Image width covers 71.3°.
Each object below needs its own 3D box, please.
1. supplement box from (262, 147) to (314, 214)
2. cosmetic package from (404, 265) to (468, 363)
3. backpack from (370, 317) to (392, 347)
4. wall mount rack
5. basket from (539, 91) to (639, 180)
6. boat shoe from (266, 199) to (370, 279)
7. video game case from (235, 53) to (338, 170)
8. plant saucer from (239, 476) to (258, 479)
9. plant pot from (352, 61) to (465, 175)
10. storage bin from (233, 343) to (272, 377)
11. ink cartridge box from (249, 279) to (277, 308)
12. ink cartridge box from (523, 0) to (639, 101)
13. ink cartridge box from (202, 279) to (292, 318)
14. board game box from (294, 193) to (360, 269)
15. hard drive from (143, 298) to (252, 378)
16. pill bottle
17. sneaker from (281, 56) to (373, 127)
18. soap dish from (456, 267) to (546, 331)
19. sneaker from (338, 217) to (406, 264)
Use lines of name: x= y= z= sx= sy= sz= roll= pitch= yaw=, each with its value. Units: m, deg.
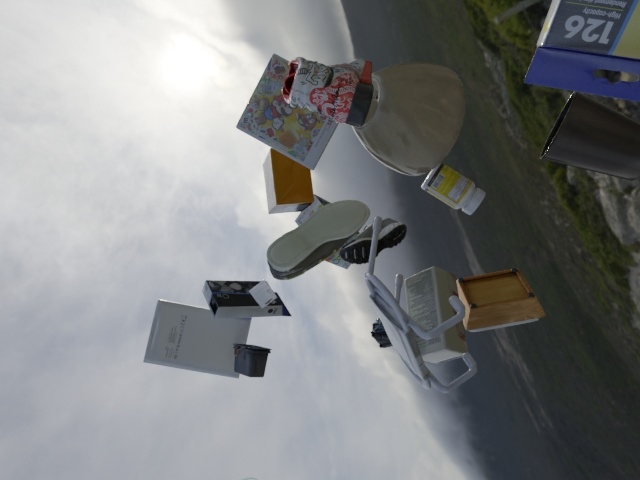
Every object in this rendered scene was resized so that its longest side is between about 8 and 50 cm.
supplement box: x=-0.116 y=-0.203 z=1.549 sx=0.194 sy=0.128 sz=0.192 roll=156 pitch=107 yaw=-74
cosmetic package: x=0.399 y=0.262 z=1.559 sx=0.129 sy=0.153 sz=0.297 roll=21 pitch=-124 yaw=-31
backpack: x=0.245 y=0.310 z=1.544 sx=0.105 sy=0.114 sz=0.084 roll=54 pitch=-149 yaw=-38
wall mount rack: x=0.173 y=0.128 z=0.895 sx=0.304 sy=0.130 sz=0.350 roll=50 pitch=170 yaw=47
basket: x=0.724 y=-0.259 z=1.154 sx=0.205 sy=0.226 sz=0.154 roll=-61 pitch=-14 yaw=-13
boat shoe: x=-0.003 y=-0.003 z=1.139 sx=0.109 sy=0.304 sz=0.091 roll=48 pitch=156 yaw=26
video game case: x=-0.067 y=-0.320 z=1.115 sx=0.226 sy=0.207 sz=0.026 roll=29 pitch=-174 yaw=4
plant saucer: x=-0.252 y=0.829 z=1.241 sx=0.043 sy=0.317 sz=0.318 roll=31 pitch=-145 yaw=-24
plant pot: x=0.186 y=-0.317 z=1.112 sx=0.190 sy=0.284 sz=0.285 roll=7 pitch=-121 yaw=-30
storage bin: x=-0.228 y=0.381 z=1.418 sx=0.098 sy=0.135 sz=0.091 roll=14 pitch=-104 yaw=-37
ink cartridge box: x=-0.178 y=0.178 z=1.426 sx=0.115 sy=0.062 sz=0.029 roll=41 pitch=165 yaw=51
ink cartridge box: x=0.535 y=-0.368 z=0.716 sx=0.072 sy=0.303 sz=0.308 roll=-65 pitch=-15 yaw=-49
ink cartridge box: x=-0.272 y=0.225 z=1.724 sx=0.332 sy=0.065 sz=0.165 roll=5 pitch=-152 yaw=-37
board game box: x=0.038 y=-0.037 z=1.761 sx=0.142 sy=0.144 sz=0.275 roll=24 pitch=-159 yaw=-40
hard drive: x=-0.456 y=0.370 z=1.681 sx=0.047 sy=0.352 sz=0.233 roll=159 pitch=124 yaw=-80
pill bottle: x=0.490 y=-0.189 z=1.644 sx=0.208 sy=0.119 sz=0.119 roll=34 pitch=-165 yaw=6
sneaker: x=0.013 y=-0.289 z=0.801 sx=0.270 sy=0.144 sz=0.090 roll=-85 pitch=13 yaw=-58
soap dish: x=0.674 y=0.223 z=1.721 sx=0.229 sy=0.290 sz=0.118 roll=-90 pitch=-14 yaw=-57
sneaker: x=0.176 y=-0.001 z=1.591 sx=0.108 sy=0.271 sz=0.101 roll=40 pitch=146 yaw=45
